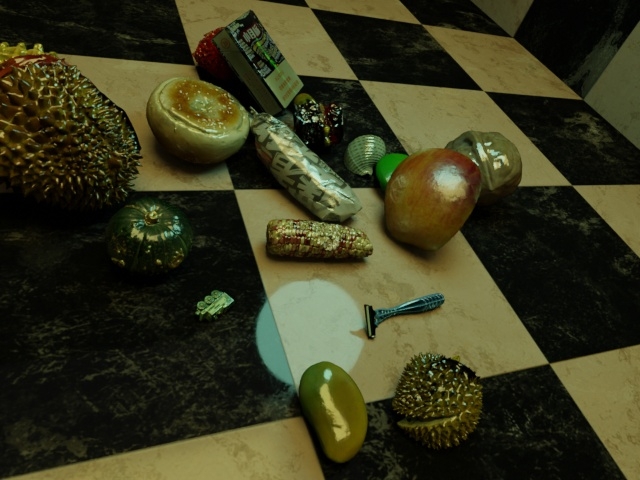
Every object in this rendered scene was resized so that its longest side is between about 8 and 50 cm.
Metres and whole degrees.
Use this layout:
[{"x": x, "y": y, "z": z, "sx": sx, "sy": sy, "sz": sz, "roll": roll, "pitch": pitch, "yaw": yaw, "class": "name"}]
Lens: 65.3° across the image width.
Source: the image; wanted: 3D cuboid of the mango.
[{"x": 0.028, "y": 0.327, "z": 0.972, "sx": 0.122, "sy": 0.085, "sz": 0.191, "roll": -5, "pitch": 58, "yaw": -39, "class": "mango"}]

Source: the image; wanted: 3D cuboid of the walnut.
[{"x": 0.501, "y": -0.224, "z": 1.594, "sx": 0.273, "sy": 0.227, "sz": 0.273, "roll": 10, "pitch": 41, "yaw": -9, "class": "walnut"}]

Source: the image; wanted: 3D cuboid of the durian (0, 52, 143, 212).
[{"x": -0.594, "y": -0.236, "z": 1.124, "sx": 0.384, "sy": 0.348, "sz": 0.347, "roll": 22, "pitch": 42, "yaw": 18, "class": "durian"}]

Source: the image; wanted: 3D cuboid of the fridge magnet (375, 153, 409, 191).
[{"x": 0.267, "y": -0.192, "z": 1.566, "sx": 0.208, "sy": 0.088, "sz": 0.208, "roll": 12, "pitch": 48, "yaw": -14, "class": "fridge magnet"}]

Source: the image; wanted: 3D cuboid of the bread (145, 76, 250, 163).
[{"x": -0.346, "y": -0.334, "z": 1.418, "sx": 0.305, "sy": 0.159, "sz": 0.306, "roll": 17, "pitch": 41, "yaw": -15, "class": "bread"}]

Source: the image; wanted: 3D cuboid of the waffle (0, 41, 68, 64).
[{"x": -0.867, "y": -0.482, "z": 1.445, "sx": 0.312, "sy": 0.060, "sz": 0.307, "roll": 43, "pitch": 45, "yaw": 21, "class": "waffle"}]

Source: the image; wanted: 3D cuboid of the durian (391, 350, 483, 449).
[{"x": 0.266, "y": 0.304, "z": 1.041, "sx": 0.193, "sy": 0.138, "sz": 0.237, "roll": 30, "pitch": 43, "yaw": 10, "class": "durian"}]

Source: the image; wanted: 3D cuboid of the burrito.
[{"x": -0.071, "y": -0.214, "z": 1.416, "sx": 0.139, "sy": 0.101, "sz": 0.445, "roll": -41, "pitch": 81, "yaw": -21, "class": "burrito"}]

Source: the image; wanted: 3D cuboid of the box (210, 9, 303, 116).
[{"x": -0.203, "y": -0.590, "z": 1.673, "sx": 0.310, "sy": 0.084, "sz": 0.198, "roll": 52, "pitch": 38, "yaw": -22, "class": "box"}]

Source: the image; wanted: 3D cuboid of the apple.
[{"x": 0.318, "y": -0.141, "z": 1.421, "sx": 0.254, "sy": 0.179, "sz": 0.346, "roll": 15, "pitch": 65, "yaw": 15, "class": "apple"}]

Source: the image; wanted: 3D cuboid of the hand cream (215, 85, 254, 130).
[{"x": -0.258, "y": -0.391, "z": 1.580, "sx": 0.340, "sy": 0.078, "sz": 0.124, "roll": 37, "pitch": 11, "yaw": 14, "class": "hand cream"}]

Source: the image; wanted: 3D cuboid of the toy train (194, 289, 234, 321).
[{"x": -0.232, "y": 0.144, "z": 1.083, "sx": 0.053, "sy": 0.033, "sz": 0.083, "roll": 36, "pitch": 45, "yaw": 11, "class": "toy train"}]

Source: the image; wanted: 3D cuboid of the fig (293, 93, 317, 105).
[{"x": -0.050, "y": -0.474, "z": 1.725, "sx": 0.082, "sy": 0.098, "sz": 0.084, "roll": -30, "pitch": 82, "yaw": -21, "class": "fig"}]

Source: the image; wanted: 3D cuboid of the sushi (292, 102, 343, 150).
[{"x": -0.003, "y": -0.367, "z": 1.598, "sx": 0.150, "sy": 0.153, "sz": 0.172, "roll": -4, "pitch": 25, "yaw": 3, "class": "sushi"}]

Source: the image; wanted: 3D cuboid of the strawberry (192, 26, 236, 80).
[{"x": -0.348, "y": -0.649, "z": 1.745, "sx": 0.201, "sy": 0.187, "sz": 0.184, "roll": 2, "pitch": -1, "yaw": 19, "class": "strawberry"}]

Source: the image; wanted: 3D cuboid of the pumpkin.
[{"x": -0.374, "y": -0.007, "z": 1.097, "sx": 0.190, "sy": 0.146, "sz": 0.190, "roll": 5, "pitch": 68, "yaw": -14, "class": "pumpkin"}]

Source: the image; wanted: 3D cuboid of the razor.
[{"x": 0.207, "y": 0.168, "z": 1.225, "sx": 0.253, "sy": 0.042, "sz": 0.082, "roll": -11, "pitch": 94, "yaw": -31, "class": "razor"}]

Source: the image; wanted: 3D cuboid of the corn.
[{"x": 0.000, "y": 0.000, "z": 1.273, "sx": 0.289, "sy": 0.098, "sz": 0.098, "roll": 5, "pitch": 46, "yaw": -18, "class": "corn"}]

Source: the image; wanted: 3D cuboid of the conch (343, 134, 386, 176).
[{"x": 0.143, "y": -0.288, "z": 1.617, "sx": 0.135, "sy": 0.102, "sz": 0.153, "roll": 8, "pitch": 40, "yaw": 11, "class": "conch"}]
